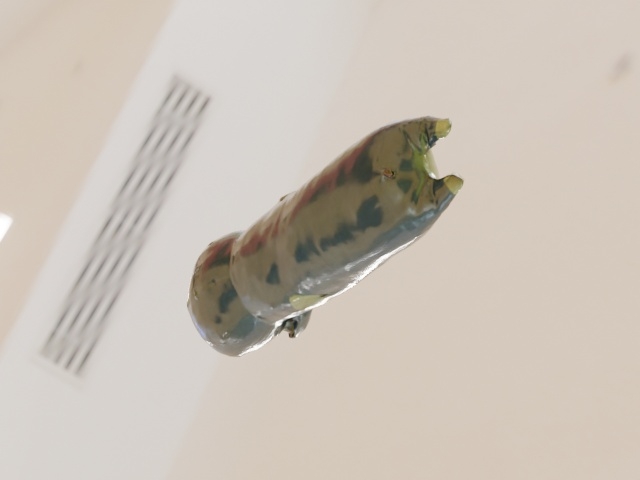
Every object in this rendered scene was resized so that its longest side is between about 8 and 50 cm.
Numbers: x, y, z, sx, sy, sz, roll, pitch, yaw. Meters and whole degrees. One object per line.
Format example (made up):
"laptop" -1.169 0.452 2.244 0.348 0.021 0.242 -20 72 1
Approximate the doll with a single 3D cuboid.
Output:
"doll" 0.000 0.000 0.520 0.125 0.027 0.037 -32 -121 48
